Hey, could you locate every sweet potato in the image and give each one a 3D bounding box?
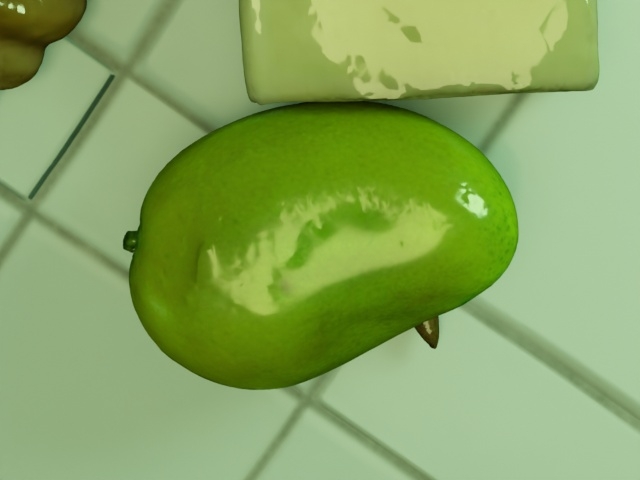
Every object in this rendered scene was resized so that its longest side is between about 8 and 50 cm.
[{"bbox_3d":[0.072,0.022,1.427,0.026,0.026,0.115,-5,95,8],"label":"sweet potato"}]

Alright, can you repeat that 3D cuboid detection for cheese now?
[{"bbox_3d":[0.063,-0.232,1.328,0.243,0.124,0.265,-3,102,4],"label":"cheese"}]

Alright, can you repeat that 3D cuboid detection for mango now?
[{"bbox_3d":[-0.006,-0.006,1.366,0.273,0.149,0.185,-27,84,12],"label":"mango"}]

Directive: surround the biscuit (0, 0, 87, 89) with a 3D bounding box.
[{"bbox_3d":[-0.307,-0.237,1.384,0.326,0.107,0.325,1,99,4],"label":"biscuit"}]
